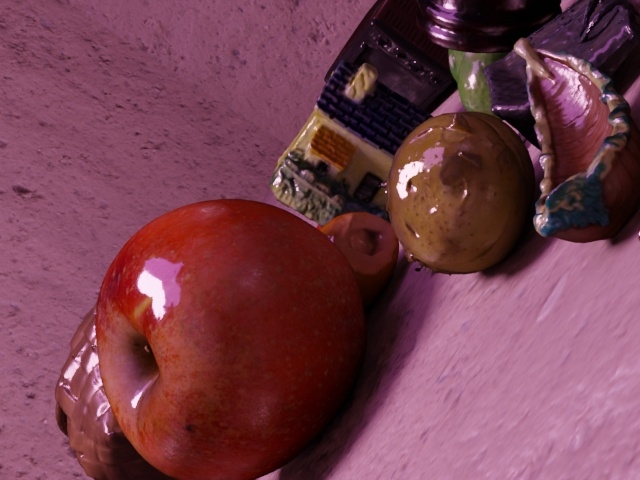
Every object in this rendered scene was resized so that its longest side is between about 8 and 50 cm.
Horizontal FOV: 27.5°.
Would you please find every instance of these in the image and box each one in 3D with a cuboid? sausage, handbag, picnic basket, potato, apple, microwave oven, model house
[{"bbox_3d":[-0.005,0.086,1.768,0.354,0.116,0.134,126,161,-53],"label":"sausage"},{"bbox_3d":[0.257,-0.188,1.348,0.175,0.089,0.270,-47,11,19],"label":"handbag"},{"bbox_3d":[-0.260,0.252,1.970,0.337,0.293,0.337,-167,90,-70],"label":"picnic basket"},{"bbox_3d":[0.130,-0.047,1.287,0.248,0.144,0.169,-102,36,-83],"label":"potato"},{"bbox_3d":[-0.107,0.115,1.546,0.348,0.277,0.348,15,108,55],"label":"apple"},{"bbox_3d":[0.143,-0.313,2.153,0.188,0.178,0.247,-61,8,-26],"label":"microwave oven"},{"bbox_3d":[0.063,-0.127,1.851,0.211,0.194,0.170,-57,4,20],"label":"model house"}]

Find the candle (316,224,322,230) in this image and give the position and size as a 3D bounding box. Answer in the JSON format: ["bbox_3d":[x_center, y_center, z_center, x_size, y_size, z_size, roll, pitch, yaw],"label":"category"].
[{"bbox_3d":[0.000,0.000,2.288,0.162,0.048,0.053,-67,-17,-45],"label":"candle"}]

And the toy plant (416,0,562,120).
[{"bbox_3d":[0.206,-0.260,1.601,0.218,0.176,0.235,-85,-9,-58],"label":"toy plant"}]

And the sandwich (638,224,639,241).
[{"bbox_3d":[0.273,-0.077,0.736,0.258,0.096,0.094,-59,14,-23],"label":"sandwich"}]

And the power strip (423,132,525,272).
[{"bbox_3d":[0.167,-0.050,1.501,0.192,0.035,0.081,-55,8,14],"label":"power strip"}]

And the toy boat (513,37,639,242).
[{"bbox_3d":[0.221,-0.090,1.117,0.108,0.099,0.293,-54,16,28],"label":"toy boat"}]
